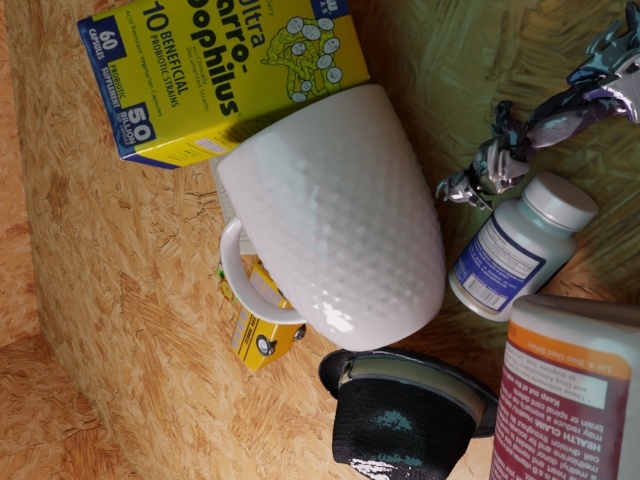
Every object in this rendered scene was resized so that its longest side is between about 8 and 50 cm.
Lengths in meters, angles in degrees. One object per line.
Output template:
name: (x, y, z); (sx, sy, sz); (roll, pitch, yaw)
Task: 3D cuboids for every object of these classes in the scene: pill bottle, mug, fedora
pill bottle: (0.263, 0.008, 0.598); (0.112, 0.112, 0.186); (44, 129, 23)
pill bottle: (0.306, 0.271, 0.502); (0.224, 0.224, 0.392); (9, 94, 41)
mug: (0.000, 0.000, 0.708); (0.374, 0.276, 0.328); (-24, 94, 26)
fedora: (0.122, 0.303, 0.718); (0.334, 0.152, 0.334); (17, 146, 12)

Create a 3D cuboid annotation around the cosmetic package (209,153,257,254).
cosmetic package: (-0.119, -0.130, 0.895); (0.153, 0.129, 0.296); (-4, 101, 42)

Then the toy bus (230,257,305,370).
toy bus: (-0.094, 0.139, 0.982); (0.130, 0.108, 0.332); (42, 129, 27)

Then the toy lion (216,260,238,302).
toy lion: (-0.237, 0.108, 1.161); (0.100, 0.034, 0.096); (59, 142, 11)

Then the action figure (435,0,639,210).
action figure: (0.254, -0.131, 0.530); (0.285, 0.185, 0.099); (-36, 108, 29)

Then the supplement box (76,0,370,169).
supplement box: (-0.126, -0.256, 0.685); (0.357, 0.195, 0.194); (-17, 94, 3)
